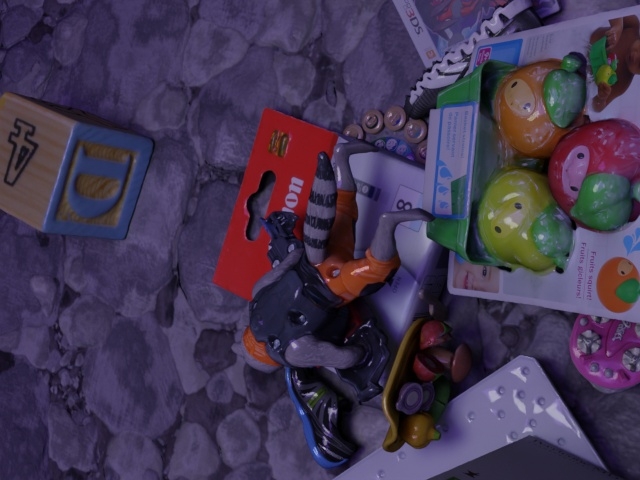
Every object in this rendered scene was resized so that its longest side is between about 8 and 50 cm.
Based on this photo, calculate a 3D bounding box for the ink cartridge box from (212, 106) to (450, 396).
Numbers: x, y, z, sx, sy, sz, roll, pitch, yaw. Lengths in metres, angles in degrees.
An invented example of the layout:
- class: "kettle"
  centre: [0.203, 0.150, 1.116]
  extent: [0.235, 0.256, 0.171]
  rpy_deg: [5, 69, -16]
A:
- class: "ink cartridge box"
  centre: [0.000, 0.000, 1.267]
  extent: [0.385, 0.091, 0.308]
  rpy_deg: [25, 104, 29]

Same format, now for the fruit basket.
- class: "fruit basket"
  centre: [0.258, -0.085, 0.957]
  extent: [0.353, 0.166, 0.326]
  rpy_deg: [8, 93, 64]

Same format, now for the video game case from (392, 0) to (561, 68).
- class: "video game case"
  centre: [0.190, -0.349, 1.166]
  extent: [0.201, 0.023, 0.183]
  rpy_deg: [-20, 110, 30]

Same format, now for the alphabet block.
- class: "alphabet block"
  centre: [-0.440, -0.126, 1.510]
  extent: [0.197, 0.192, 0.193]
  rpy_deg: [24, 98, 32]

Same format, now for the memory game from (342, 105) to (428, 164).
- class: "memory game"
  centre: [0.091, -0.103, 1.273]
  extent: [0.186, 0.012, 0.186]
  rpy_deg: [-2, 86, 32]

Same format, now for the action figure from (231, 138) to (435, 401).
- class: "action figure"
  centre: [-0.024, 0.025, 1.127]
  extent: [0.341, 0.179, 0.330]
  rpy_deg: [49, 119, 41]

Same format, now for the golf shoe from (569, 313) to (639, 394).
- class: "golf shoe"
  centre: [0.392, 0.045, 1.019]
  extent: [0.115, 0.140, 0.306]
  rpy_deg: [32, 81, 30]

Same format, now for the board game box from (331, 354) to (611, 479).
- class: "board game box"
  centre: [0.227, 0.408, 1.127]
  extent: [0.390, 0.050, 0.390]
  rpy_deg: [-40, 67, 24]

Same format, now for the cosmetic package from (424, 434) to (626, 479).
- class: "cosmetic package"
  centre: [0.215, 0.330, 0.894]
  extent: [0.197, 0.366, 0.155]
  rpy_deg: [21, 99, 29]

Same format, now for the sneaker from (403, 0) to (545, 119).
- class: "sneaker"
  centre: [0.211, -0.218, 1.164]
  extent: [0.234, 0.078, 0.106]
  rpy_deg: [-40, 85, 35]

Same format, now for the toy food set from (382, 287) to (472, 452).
- class: "toy food set"
  centre: [0.145, 0.172, 1.116]
  extent: [0.071, 0.128, 0.217]
  rpy_deg: [11, 69, 28]

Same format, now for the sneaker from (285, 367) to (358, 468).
- class: "sneaker"
  centre: [0.002, 0.237, 1.284]
  extent: [0.078, 0.067, 0.188]
  rpy_deg: [-25, 71, 7]
